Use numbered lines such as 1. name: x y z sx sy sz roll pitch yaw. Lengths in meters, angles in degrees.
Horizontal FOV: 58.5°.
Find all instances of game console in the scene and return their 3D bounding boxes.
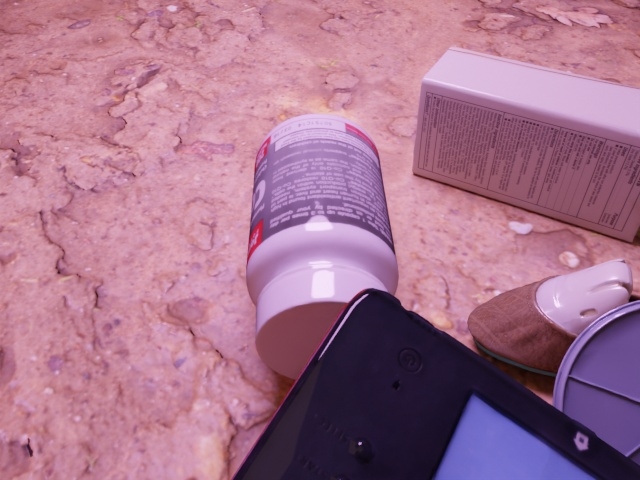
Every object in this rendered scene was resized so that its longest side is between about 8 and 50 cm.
1. game console: 0.104 0.254 0.339 0.386 0.060 0.342 35 62 3

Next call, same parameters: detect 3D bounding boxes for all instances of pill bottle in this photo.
1. pill bottle: 0.000 0.000 0.639 0.161 0.161 0.283 -2 45 0

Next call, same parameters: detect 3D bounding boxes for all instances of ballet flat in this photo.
1. ballet flat: 0.326 0.086 0.564 0.342 0.124 0.116 14 43 16

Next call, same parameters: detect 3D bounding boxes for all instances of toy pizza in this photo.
1. toy pizza: 0.307 0.151 0.504 0.201 0.032 0.201 -1 85 7

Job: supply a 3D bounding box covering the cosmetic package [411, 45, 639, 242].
1. cosmetic package: 0.289 -0.135 0.763 0.309 0.160 0.113 21 49 21
